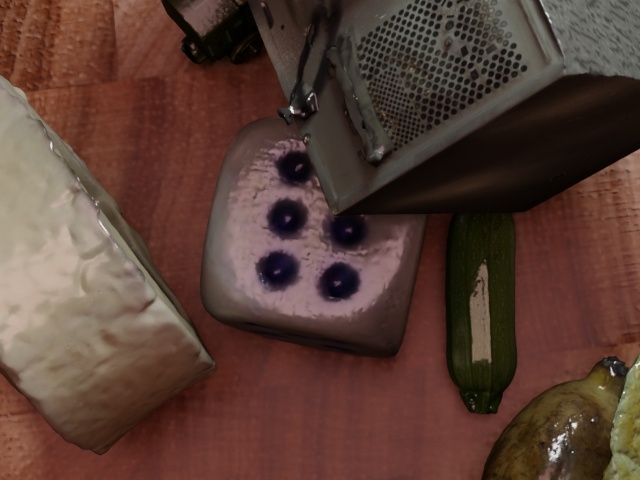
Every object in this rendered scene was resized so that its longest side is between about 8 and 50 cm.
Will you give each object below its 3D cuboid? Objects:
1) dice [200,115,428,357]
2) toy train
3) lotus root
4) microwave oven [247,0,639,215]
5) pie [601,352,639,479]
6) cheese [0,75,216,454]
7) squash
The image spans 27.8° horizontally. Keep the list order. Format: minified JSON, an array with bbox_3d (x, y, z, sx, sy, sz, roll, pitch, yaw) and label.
[{"bbox_3d":[0.000,0.000,1.212,0.194,0.192,0.193,12,79,7],"label":"dice"},{"bbox_3d":[-0.054,-0.268,1.292,0.225,0.137,0.090,-42,80,-4],"label":"toy train"},{"bbox_3d":[0.230,0.207,1.197,0.138,0.138,0.214,33,71,8],"label":"lotus root"},{"bbox_3d":[0.101,-0.262,1.096,0.236,0.374,0.432,-32,73,35],"label":"microwave oven"},{"bbox_3d":[0.332,0.187,1.148,0.105,0.257,0.274,-3,74,48],"label":"pie"},{"bbox_3d":[-0.247,0.020,1.180,0.153,0.292,0.332,-34,68,-3],"label":"cheese"},{"bbox_3d":[0.155,0.058,1.252,0.068,0.077,0.219,-1,81,11],"label":"squash"}]
